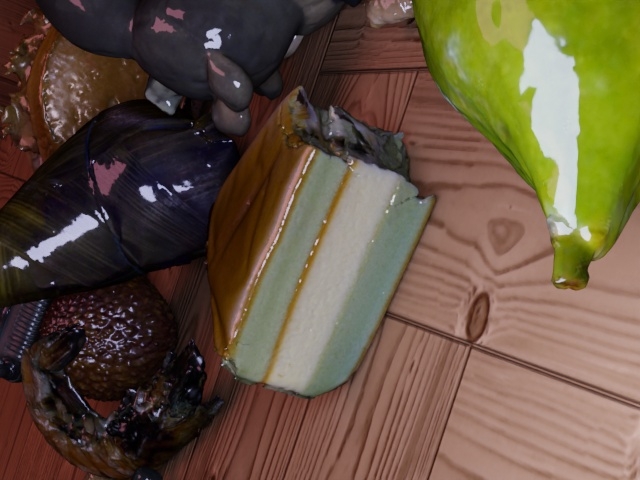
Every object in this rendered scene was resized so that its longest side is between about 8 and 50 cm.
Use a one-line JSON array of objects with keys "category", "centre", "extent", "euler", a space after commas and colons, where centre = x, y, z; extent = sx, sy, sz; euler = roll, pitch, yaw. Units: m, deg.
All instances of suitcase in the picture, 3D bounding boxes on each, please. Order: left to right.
[{"category": "suitcase", "centre": [-0.401, 0.094, 1.714], "extent": [0.202, 0.128, 0.312], "euler": [-67, -16, 9]}]

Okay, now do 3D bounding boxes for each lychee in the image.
[{"category": "lychee", "centre": [-0.288, 0.130, 1.582], "extent": [0.194, 0.194, 0.194], "euler": [-43, 37, 45]}]

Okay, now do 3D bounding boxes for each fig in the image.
[{"category": "fig", "centre": [0.164, -0.118, 0.809], "extent": [0.233, 0.233, 0.314], "euler": [-3, 80, 63]}]

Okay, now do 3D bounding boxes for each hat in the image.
[{"category": "hat", "centre": [-0.178, -0.226, 1.766], "extent": [0.058, 0.042, 0.087], "euler": [-103, 6, -53]}]

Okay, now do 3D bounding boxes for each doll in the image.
[{"category": "doll", "centre": [-0.125, -0.355, 1.376], "extent": [0.382, 0.379, 0.252], "euler": [-59, 0, -15]}]

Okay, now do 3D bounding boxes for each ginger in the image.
[{"category": "ginger", "centre": [0.118, -0.281, 1.189], "extent": [0.149, 0.065, 0.258], "euler": [-61, 16, -5]}]

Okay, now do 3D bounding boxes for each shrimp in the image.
[{"category": "shrimp", "centre": [-0.261, 0.188, 1.441], "extent": [0.365, 0.233, 0.071], "euler": [-44, 5, 46]}]

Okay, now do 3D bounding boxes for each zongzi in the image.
[{"category": "zongzi", "centre": [-0.332, -0.045, 1.551], "extent": [0.208, 0.432, 0.403], "euler": [69, 169, -21]}]

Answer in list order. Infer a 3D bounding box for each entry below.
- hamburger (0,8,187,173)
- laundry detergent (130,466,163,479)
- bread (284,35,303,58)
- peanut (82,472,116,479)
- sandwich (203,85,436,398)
[{"category": "hamburger", "centre": [-0.367, -0.246, 1.872], "extent": [0.268, 0.287, 0.445], "euler": [1, 71, 65]}, {"category": "laundry detergent", "centre": [-0.251, 0.387, 1.445], "extent": [0.225, 0.070, 0.099], "euler": [-69, 22, 7]}, {"category": "bread", "centre": [-0.077, -0.306, 1.612], "extent": [0.182, 0.039, 0.251], "euler": [-67, 26, 7]}, {"category": "peanut", "centre": [-0.304, 0.328, 1.616], "extent": [0.054, 0.054, 0.113], "euler": [10, 79, 64]}, {"category": "sandwich", "centre": [0.001, 0.000, 1.110], "extent": [0.198, 0.155, 0.227], "euler": [-49, 34, 39]}]
